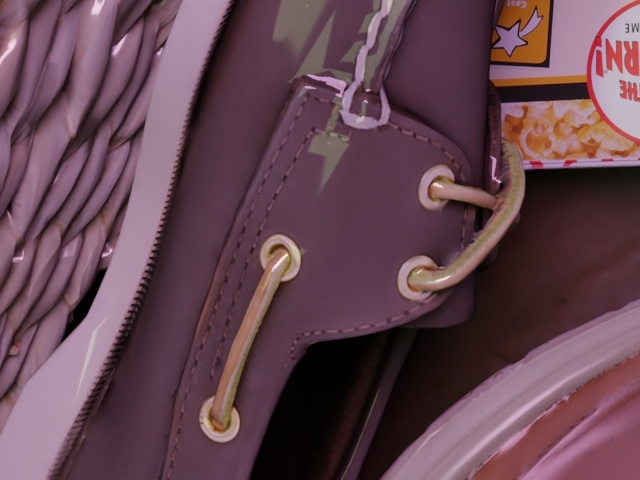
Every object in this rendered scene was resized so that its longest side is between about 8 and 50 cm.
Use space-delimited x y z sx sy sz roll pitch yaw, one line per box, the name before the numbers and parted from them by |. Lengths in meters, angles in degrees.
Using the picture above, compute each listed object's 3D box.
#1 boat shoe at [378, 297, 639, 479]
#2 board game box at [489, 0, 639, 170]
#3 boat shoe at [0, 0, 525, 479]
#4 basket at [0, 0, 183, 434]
boat shoe | 0.042 0.137 0.447 0.324 0.123 0.116 -40 51 -3
board game box | 0.102 -0.117 0.491 0.147 0.045 0.193 0 93 23
boat shoe | 0.000 0.000 0.464 0.097 0.116 0.324 34 113 17
basket | -0.228 -0.024 0.521 0.331 0.266 0.328 32 104 16
